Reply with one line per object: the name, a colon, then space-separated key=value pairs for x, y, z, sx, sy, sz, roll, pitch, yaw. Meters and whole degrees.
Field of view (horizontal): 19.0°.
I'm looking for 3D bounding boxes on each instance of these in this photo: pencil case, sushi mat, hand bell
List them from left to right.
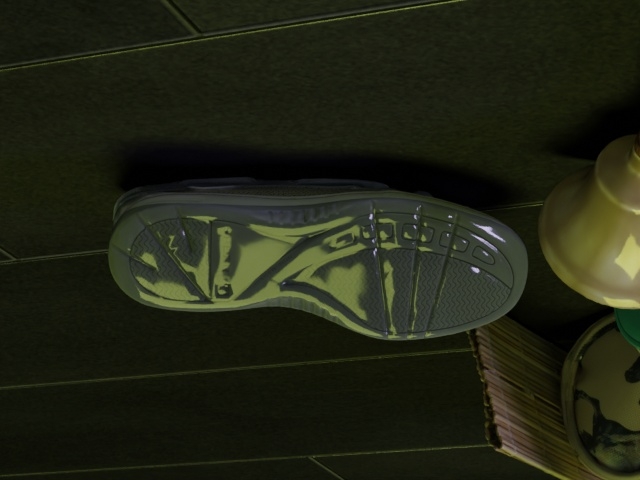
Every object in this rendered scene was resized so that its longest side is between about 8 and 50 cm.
sushi mat: x=0.222 y=0.159 z=1.760 sx=0.019 sy=0.151 sz=0.316 roll=-23 pitch=149 yaw=27
hand bell: x=0.224 y=-0.068 z=1.276 sx=0.126 sy=0.126 sz=0.242 roll=3 pitch=147 yaw=-1
pencil case: x=0.396 y=0.186 z=1.789 sx=0.183 sy=0.160 sz=0.410 roll=-6 pitch=159 yaw=45

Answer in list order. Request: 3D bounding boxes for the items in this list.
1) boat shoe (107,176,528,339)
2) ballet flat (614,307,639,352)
boat shoe: x=-0.002 y=0.002 z=1.466 sx=0.320 sy=0.103 sz=0.118 roll=2 pitch=114 yaw=-6
ballet flat: x=0.352 y=-0.003 z=1.378 sx=0.139 sy=0.139 sz=0.400 roll=9 pitch=154 yaw=-15
